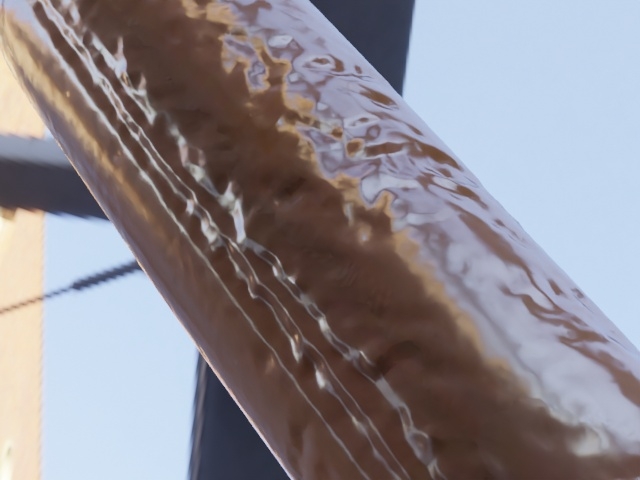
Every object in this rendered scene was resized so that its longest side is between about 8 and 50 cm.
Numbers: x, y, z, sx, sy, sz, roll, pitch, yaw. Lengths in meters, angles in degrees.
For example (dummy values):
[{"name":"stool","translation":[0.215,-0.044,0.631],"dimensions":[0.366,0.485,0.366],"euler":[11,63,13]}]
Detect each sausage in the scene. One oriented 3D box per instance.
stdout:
[{"name":"sausage","translation":[0.000,0.001,0.425],"dimensions":[0.086,0.289,0.086],"euler":[-26,-35,-20]}]
